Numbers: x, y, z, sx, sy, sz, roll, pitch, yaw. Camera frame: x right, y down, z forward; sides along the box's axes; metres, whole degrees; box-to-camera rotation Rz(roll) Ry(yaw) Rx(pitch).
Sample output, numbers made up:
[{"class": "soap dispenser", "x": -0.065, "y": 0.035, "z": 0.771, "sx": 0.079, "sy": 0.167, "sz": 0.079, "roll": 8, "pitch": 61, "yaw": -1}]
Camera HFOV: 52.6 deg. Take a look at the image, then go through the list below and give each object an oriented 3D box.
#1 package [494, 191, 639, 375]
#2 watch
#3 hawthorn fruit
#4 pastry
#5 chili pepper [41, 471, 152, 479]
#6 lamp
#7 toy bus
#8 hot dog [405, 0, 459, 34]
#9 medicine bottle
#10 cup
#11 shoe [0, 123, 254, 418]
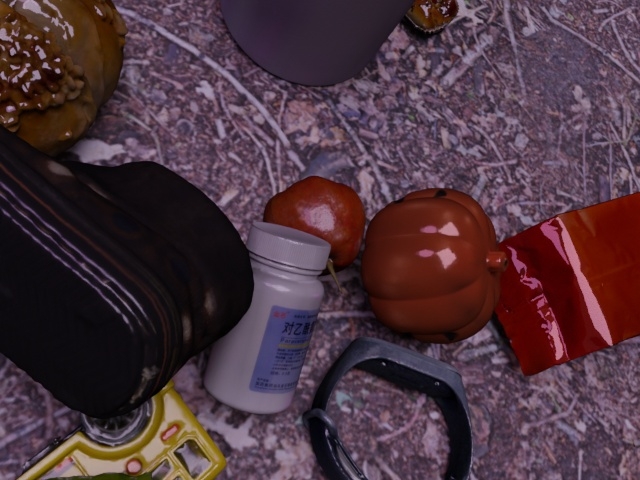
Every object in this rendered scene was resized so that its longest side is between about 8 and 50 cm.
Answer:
[{"class": "package", "x": 0.434, "y": 0.041, "z": 0.924, "sx": 0.423, "sy": 0.123, "sz": 0.196, "roll": -12, "pitch": 72, "yaw": -25}, {"class": "watch", "x": 0.081, "y": 0.220, "z": 0.757, "sx": 0.206, "sy": 0.068, "sz": 0.193, "roll": 23, "pitch": 63, "yaw": -12}, {"class": "hawthorn fruit", "x": -0.006, "y": -0.015, "z": 0.778, "sx": 0.125, "sy": 0.125, "sz": 0.140, "roll": 23, "pitch": 23, "yaw": -10}, {"class": "pastry", "x": -0.367, "y": -0.220, "z": 0.704, "sx": 0.284, "sy": 0.184, "sz": 0.316, "roll": 35, "pitch": 62, "yaw": -3}, {"class": "chili pepper", "x": -0.229, "y": 0.216, "z": 0.499, "sx": 0.201, "sy": 0.050, "sz": 0.052, "roll": -10, "pitch": 35, "yaw": -23}, {"class": "lamp", "x": 0.144, "y": 0.030, "z": 0.781, "sx": 0.187, "sy": 0.163, "sz": 0.188, "roll": 13, "pitch": 75, "yaw": -58}, {"class": "toy bus", "x": -0.251, "y": 0.264, "z": 0.576, "sx": 0.330, "sy": 0.144, "sz": 0.152, "roll": -38, "pitch": 86, "yaw": -29}, {"class": "hot dog", "x": 0.142, "y": -0.414, "z": 1.039, "sx": 0.108, "sy": 0.059, "sz": 0.191, "roll": -41, "pitch": 88, "yaw": -24}, {"class": "medicine bottle", "x": -0.056, "y": 0.081, "z": 0.698, "sx": 0.102, "sy": 0.103, "sz": 0.187, "roll": 15, "pitch": 98, "yaw": -14}, {"class": "cup", "x": 0.028, "y": -0.381, "z": 0.818, "sx": 0.253, "sy": 0.371, "sz": 0.254, "roll": 5, "pitch": 75, "yaw": -19}, {"class": "shoe", "x": -0.247, "y": -0.018, "z": 0.605, "sx": 0.383, "sy": 0.171, "sz": 0.237, "roll": 32, "pitch": 22, "yaw": 10}]
